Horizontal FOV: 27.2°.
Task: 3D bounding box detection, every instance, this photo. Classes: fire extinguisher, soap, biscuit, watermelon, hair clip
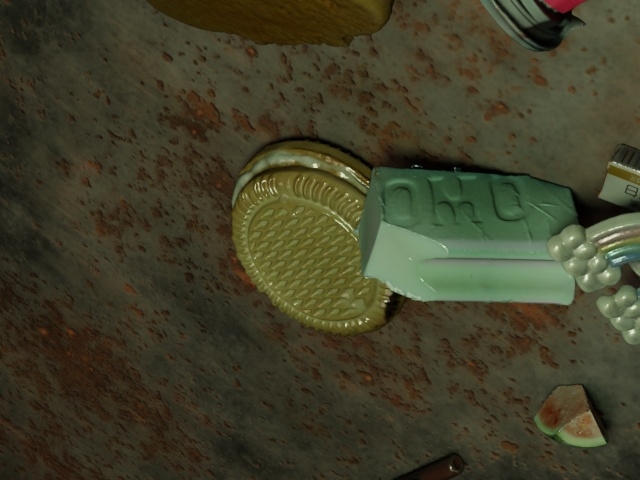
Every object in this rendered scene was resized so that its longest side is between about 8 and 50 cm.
[{"bbox_3d":[0.126,0.334,1.807,0.035,0.049,0.173,41,137,-13],"label":"fire extinguisher"},{"bbox_3d":[0.154,-0.008,1.423,0.230,0.145,0.091,2,127,-2],"label":"soap"},{"bbox_3d":[0.000,0.000,1.594,0.259,0.079,0.259,17,132,20],"label":"biscuit"},{"bbox_3d":[-0.136,-0.313,1.298,0.394,0.076,0.368,29,169,-35],"label":"biscuit"},{"bbox_3d":[0.312,0.215,1.584,0.092,0.084,0.072,11,117,-24],"label":"watermelon"},{"bbox_3d":[0.343,0.034,1.362,0.140,0.054,0.220,-30,126,24],"label":"hair clip"}]

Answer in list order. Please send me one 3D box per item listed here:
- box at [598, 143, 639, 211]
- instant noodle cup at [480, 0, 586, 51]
[{"bbox_3d":[0.395,-0.032,1.342,0.218,0.039,0.055,24,133,15],"label":"box"},{"bbox_3d":[0.213,-0.311,1.108,0.181,0.302,0.258,-23,68,28],"label":"instant noodle cup"}]
